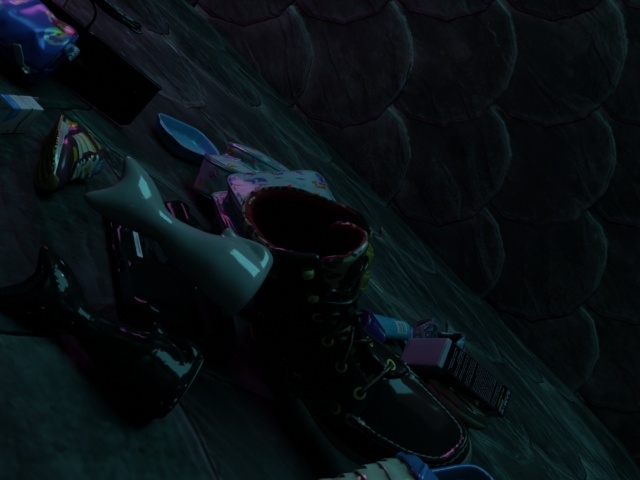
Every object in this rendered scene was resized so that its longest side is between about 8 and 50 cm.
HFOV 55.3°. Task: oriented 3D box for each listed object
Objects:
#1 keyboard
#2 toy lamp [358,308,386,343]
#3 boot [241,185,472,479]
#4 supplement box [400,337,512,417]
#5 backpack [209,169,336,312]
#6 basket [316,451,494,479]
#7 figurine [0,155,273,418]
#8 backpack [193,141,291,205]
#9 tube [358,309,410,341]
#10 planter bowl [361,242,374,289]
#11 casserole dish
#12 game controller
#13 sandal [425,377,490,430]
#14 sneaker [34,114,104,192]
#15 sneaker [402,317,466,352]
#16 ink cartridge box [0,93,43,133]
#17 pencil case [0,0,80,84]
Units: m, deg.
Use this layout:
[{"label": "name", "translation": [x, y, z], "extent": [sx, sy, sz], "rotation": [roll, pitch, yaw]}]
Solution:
[{"label": "keyboard", "translation": [-0.416, -0.360, 1.069], "extent": [0.317, 0.201, 0.033], "rotation": [38, 29, -28]}, {"label": "toy lamp", "translation": [0.022, 0.129, 1.214], "extent": [0.274, 0.080, 0.080], "rotation": [38, 17, -24]}, {"label": "boot", "translation": [0.033, 0.114, 0.774], "extent": [0.377, 0.138, 0.284], "rotation": [35, -37, 37]}, {"label": "supplement box", "translation": [0.308, 0.313, 1.392], "extent": [0.239, 0.073, 0.130], "rotation": [39, -27, -23]}, {"label": "backpack", "translation": [-0.064, 0.003, 1.044], "extent": [0.225, 0.191, 0.254], "rotation": [-4, 47, -20]}, {"label": "basket", "translation": [0.098, 0.333, 0.581], "extent": [0.288, 0.201, 0.255], "rotation": [4, 33, -21]}, {"label": "figurine", "translation": [-0.191, 0.041, 0.654], "extent": [0.209, 0.215, 0.092], "rotation": [38, -20, -10]}, {"label": "backpack", "translation": [-0.155, -0.115, 1.223], "extent": [0.165, 0.144, 0.188], "rotation": [30, 14, 23]}, {"label": "tube", "translation": [0.131, 0.196, 1.396], "extent": [0.207, 0.052, 0.080], "rotation": [20, 24, -48]}, {"label": "planter bowl", "translation": [0.076, 0.022, 1.618], "extent": [0.217, 0.090, 0.217], "rotation": [42, 16, -15]}, {"label": "casserole dish", "translation": [-0.294, -0.214, 1.339], "extent": [0.114, 0.037, 0.188], "rotation": [51, 15, 21]}, {"label": "game controller", "translation": [-0.220, 0.034, 0.870], "extent": [0.166, 0.067, 0.319], "rotation": [16, 30, -35]}, {"label": "sandal", "translation": [0.267, 0.352, 1.258], "extent": [0.120, 0.086, 0.303], "rotation": [25, -4, 9]}, {"label": "sneaker", "translation": [-0.348, -0.116, 0.868], "extent": [0.083, 0.069, 0.185], "rotation": [30, 22, -31]}, {"label": "sneaker", "translation": [0.325, 0.291, 1.513], "extent": [0.262, 0.125, 0.104], "rotation": [40, 16, -20]}, {"label": "ink cartridge box", "translation": [-0.425, -0.177, 0.857], "extent": [0.028, 0.048, 0.083], "rotation": [46, 15, 0]}, {"label": "pencil case", "translation": [-0.531, -0.371, 0.950], "extent": [0.306, 0.119, 0.133], "rotation": [38, 36, -28]}]
